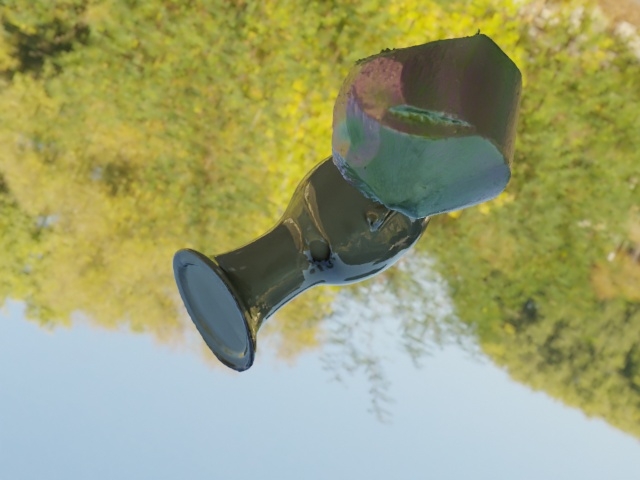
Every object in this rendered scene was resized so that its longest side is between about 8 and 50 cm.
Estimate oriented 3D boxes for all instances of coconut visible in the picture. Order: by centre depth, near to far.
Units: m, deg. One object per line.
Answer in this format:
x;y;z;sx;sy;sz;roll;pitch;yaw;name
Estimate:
0.045;-0.048;0.479;0.082;0.081;0.083;-3;152;41;coconut

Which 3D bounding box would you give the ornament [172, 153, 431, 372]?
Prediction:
0.000;0.000;0.600;0.081;0.156;0.075;-16;104;57;ornament
